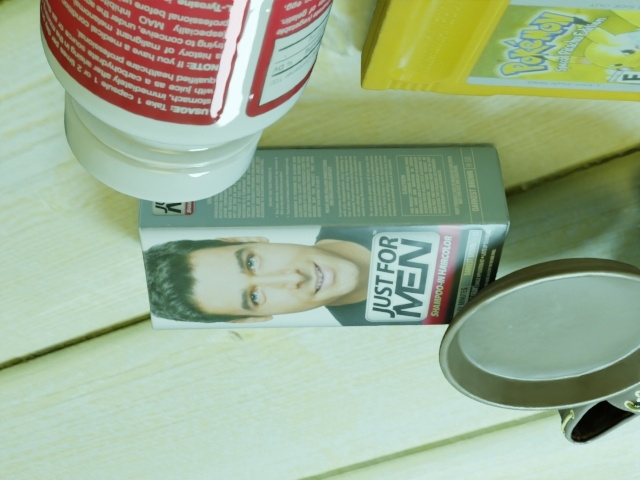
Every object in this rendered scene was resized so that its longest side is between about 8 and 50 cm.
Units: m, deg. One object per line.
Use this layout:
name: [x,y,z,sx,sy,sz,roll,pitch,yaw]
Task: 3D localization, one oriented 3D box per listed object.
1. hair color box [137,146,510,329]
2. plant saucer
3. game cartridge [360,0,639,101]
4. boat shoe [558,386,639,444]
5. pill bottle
hair color box: [0.000,0.000,1.308,0.374,0.113,0.185,-1,141,-2]
plant saucer: [0.267,0.103,1.339,0.278,0.041,0.278,-3,143,-2]
game cartridge: [0.209,-0.185,1.049,0.324,0.052,0.285,0,168,-4]
boat shoe: [0.389,0.171,1.495,0.117,0.096,0.324,4,157,-21]
pill bottle: [-0.097,-0.223,0.934,0.229,0.229,0.407,7,140,-12]
